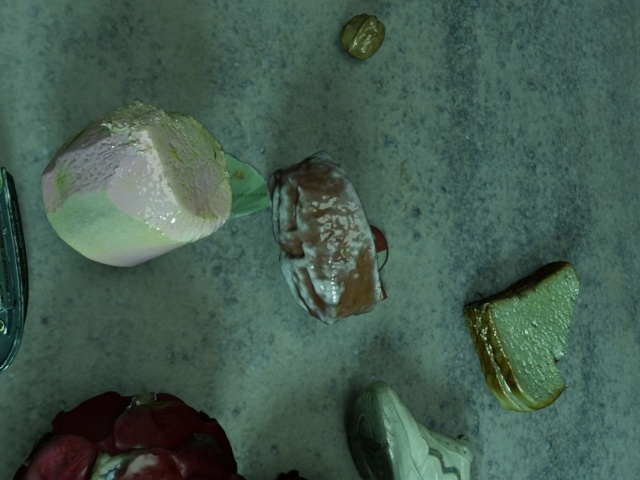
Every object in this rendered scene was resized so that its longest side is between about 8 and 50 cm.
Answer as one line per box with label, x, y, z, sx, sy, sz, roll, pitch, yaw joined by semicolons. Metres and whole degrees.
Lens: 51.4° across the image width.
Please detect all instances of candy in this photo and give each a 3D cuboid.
candy;0.000;0.000;1.127;0.157;0.214;0.289;-19;91;-23

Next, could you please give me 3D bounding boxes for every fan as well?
fan;-0.190;-0.092;1.159;0.240;0.009;0.131;1;80;-27

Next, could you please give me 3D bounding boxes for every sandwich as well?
sandwich;0.452;0.201;1.396;0.288;0.099;0.254;-24;87;-28

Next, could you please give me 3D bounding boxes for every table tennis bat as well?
table tennis bat;0.096;0.042;1.284;0.098;0.019;0.155;-16;87;-29

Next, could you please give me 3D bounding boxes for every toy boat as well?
toy boat;-0.475;0.045;0.928;0.114;0.122;0.296;-7;88;-3

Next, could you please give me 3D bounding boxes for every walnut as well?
walnut;0.082;-0.400;1.306;0.079;0.082;0.096;35;67;11

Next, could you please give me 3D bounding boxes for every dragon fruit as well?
dragon fruit;-0.250;0.359;0.892;0.329;0.329;0.329;4;81;-27

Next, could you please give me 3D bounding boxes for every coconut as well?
coconut;-0.279;-0.079;0.985;0.233;0.245;0.233;35;47;-49

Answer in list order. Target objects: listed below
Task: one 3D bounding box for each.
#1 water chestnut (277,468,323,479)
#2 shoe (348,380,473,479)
water chestnut;-0.008;0.500;1.040;0.289;0.244;0.289;2;86;-34
shoe;0.184;0.396;1.220;0.210;0.132;0.342;-23;97;-32
